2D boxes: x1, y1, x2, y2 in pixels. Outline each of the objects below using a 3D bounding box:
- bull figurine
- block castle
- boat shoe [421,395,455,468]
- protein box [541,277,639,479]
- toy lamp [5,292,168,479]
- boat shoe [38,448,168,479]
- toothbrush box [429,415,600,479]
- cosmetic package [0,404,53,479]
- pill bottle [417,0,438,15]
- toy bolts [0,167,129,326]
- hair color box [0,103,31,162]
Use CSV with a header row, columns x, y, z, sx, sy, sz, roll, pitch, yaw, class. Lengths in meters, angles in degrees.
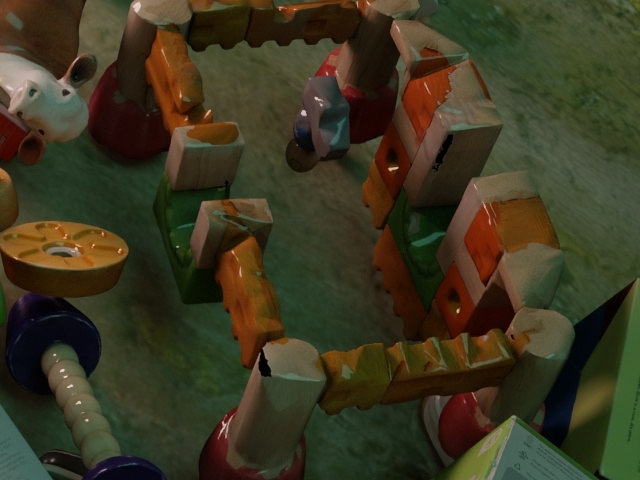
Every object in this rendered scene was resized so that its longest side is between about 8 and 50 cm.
x,y,z,sx,sy,sz,roll,pitch,yaw,class
-0.262,-0.200,1.602,0.188,0.101,0.310,32,34,-21,bull figurine
0.000,0.000,1.639,0.303,0.213,0.453,-6,54,-22,block castle
0.187,0.228,1.683,0.098,0.096,0.277,-20,72,-40,boat shoe
0.294,0.180,1.622,0.201,0.136,0.200,28,53,-14,protein box
-0.184,0.123,1.463,0.080,0.080,0.275,12,23,-26,toy lamp
-0.127,0.223,1.506,0.228,0.081,0.069,34,42,-15,boat shoe
0.133,0.289,1.482,0.206,0.283,0.122,37,47,-5,toothbrush box
-0.263,0.184,1.419,0.085,0.117,0.231,-27,78,-42,cosmetic package
0.107,-0.272,2.003,0.043,0.043,0.083,19,52,-20,pill bottle
-0.268,-0.052,1.483,0.218,0.158,0.228,-12,28,-40,toy bolts
-0.303,-0.155,1.663,0.167,0.053,0.093,36,48,-4,hair color box
